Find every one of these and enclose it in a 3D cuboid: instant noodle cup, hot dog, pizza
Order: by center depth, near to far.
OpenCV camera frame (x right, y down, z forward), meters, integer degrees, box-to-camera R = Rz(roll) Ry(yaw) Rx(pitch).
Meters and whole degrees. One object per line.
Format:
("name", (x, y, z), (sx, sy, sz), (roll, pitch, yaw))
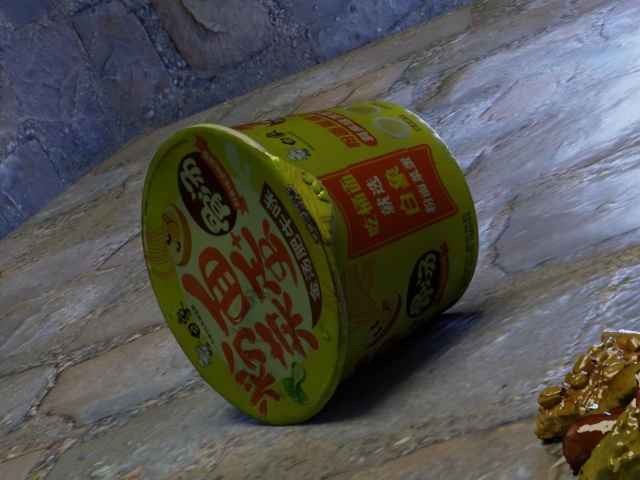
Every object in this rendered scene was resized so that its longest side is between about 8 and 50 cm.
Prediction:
("hot dog", (0.258, 0.112, 1.090), (0.213, 0.103, 0.146), (-21, 13, 16))
("pizza", (0.221, 0.111, 1.306), (0.131, 0.041, 0.178), (-24, 13, 13))
("instant noodle cup", (0.000, 0.000, 1.661), (0.221, 0.311, 0.311), (-24, 9, -36))
